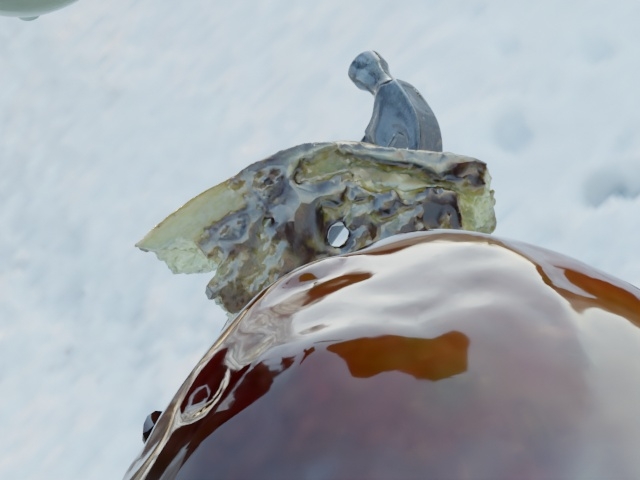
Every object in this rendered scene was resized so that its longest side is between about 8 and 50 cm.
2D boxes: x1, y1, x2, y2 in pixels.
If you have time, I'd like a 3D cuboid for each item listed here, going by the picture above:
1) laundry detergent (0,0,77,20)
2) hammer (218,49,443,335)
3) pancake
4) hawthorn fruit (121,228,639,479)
[{"bbox_3d":[-0.251,-0.259,1.558,0.253,0.181,0.091,84,-170,-60],"label":"laundry detergent"},{"bbox_3d":[0.000,0.000,1.570,0.290,0.037,0.137,-56,47,20],"label":"hammer"},{"bbox_3d":[0.027,0.006,1.397,0.212,0.257,0.056,-53,16,-9],"label":"pancake"},{"bbox_3d":[0.065,0.153,0.716,0.308,0.325,0.308,-40,-20,-18],"label":"hawthorn fruit"}]
